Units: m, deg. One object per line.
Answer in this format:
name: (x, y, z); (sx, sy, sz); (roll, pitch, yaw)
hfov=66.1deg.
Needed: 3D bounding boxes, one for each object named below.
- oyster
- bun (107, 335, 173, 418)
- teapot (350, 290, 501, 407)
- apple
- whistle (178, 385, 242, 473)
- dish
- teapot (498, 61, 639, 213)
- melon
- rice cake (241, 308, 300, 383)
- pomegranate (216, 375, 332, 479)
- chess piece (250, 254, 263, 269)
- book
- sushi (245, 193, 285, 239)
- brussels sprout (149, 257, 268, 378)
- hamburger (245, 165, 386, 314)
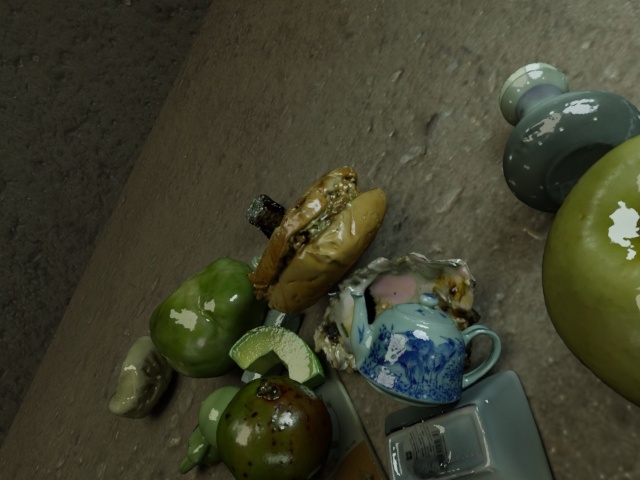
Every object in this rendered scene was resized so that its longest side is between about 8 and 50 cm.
oyster: (0.125, 0.128, 0.862); (0.354, 0.107, 0.201); (-16, 85, 37)
bun: (-0.500, 0.395, 1.402); (0.229, 0.145, 0.229); (-160, 90, -87)
teapot: (0.143, 0.146, 0.707); (0.159, 0.232, 0.159); (-166, 90, -87)
apple: (0.360, 0.038, 0.490); (0.233, 0.258, 0.295); (-8, 57, 49)
whistle: (-0.215, 0.429, 1.062); (0.294, 0.141, 0.141); (-66, 31, 26)
dish: (0.176, 0.295, 0.689); (0.243, 0.080, 0.182); (-35, 43, 32)
teapot: (0.351, -0.166, 0.734); (0.183, 0.183, 0.251); (-37, 30, 29)
melon: (-0.078, 0.237, 0.986); (0.209, 0.064, 0.118); (25, 79, 37)
rice cake: (-0.108, 0.239, 1.087); (0.069, 0.063, 0.206); (13, 76, 47)
pomegranate: (-0.079, 0.358, 0.837); (0.198, 0.198, 0.246); (-12, 70, 46)
chess piece: (-0.109, 0.022, 1.251); (0.149, 0.059, 0.059); (-46, 38, 11)
book: (0.001, 0.388, 0.889); (0.208, 0.020, 0.295); (-51, 36, 14)
sushi: (-0.153, -0.069, 1.340); (0.098, 0.084, 0.094); (-58, 33, -2)
brussels sprout: (-0.264, 0.185, 1.162); (0.316, 0.242, 0.274); (-18, 45, 52)
hamburger: (0.000, 0.000, 0.967); (0.318, 0.158, 0.318); (-48, -2, -3)
